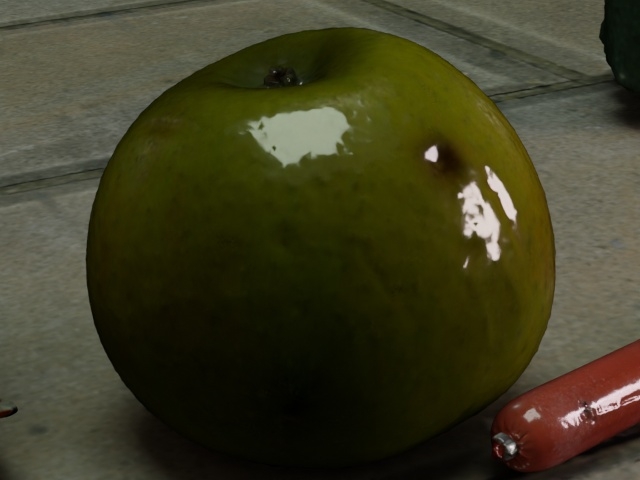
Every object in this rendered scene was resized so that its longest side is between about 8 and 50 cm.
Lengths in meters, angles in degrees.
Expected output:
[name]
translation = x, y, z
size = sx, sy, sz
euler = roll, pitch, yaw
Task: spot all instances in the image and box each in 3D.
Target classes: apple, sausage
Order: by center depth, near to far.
[apple]
translation = 0.000, 0.000, 0.580
size = 0.196, 0.157, 0.196
euler = -11, 21, 4
[sausage]
translation = 0.159, 0.047, 0.603
size = 0.253, 0.034, 0.034
euler = -20, 28, -36

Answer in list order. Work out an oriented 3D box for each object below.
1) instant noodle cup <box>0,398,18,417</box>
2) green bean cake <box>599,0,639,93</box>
[instant noodle cup]
translation = -0.220, -0.015, 0.523
size = 0.213, 0.174, 0.213
euler = -2, -4, 0
[green bean cake]
translation = 0.354, -0.193, 1.006
size = 0.300, 0.169, 0.308
euler = 4, 22, 11
